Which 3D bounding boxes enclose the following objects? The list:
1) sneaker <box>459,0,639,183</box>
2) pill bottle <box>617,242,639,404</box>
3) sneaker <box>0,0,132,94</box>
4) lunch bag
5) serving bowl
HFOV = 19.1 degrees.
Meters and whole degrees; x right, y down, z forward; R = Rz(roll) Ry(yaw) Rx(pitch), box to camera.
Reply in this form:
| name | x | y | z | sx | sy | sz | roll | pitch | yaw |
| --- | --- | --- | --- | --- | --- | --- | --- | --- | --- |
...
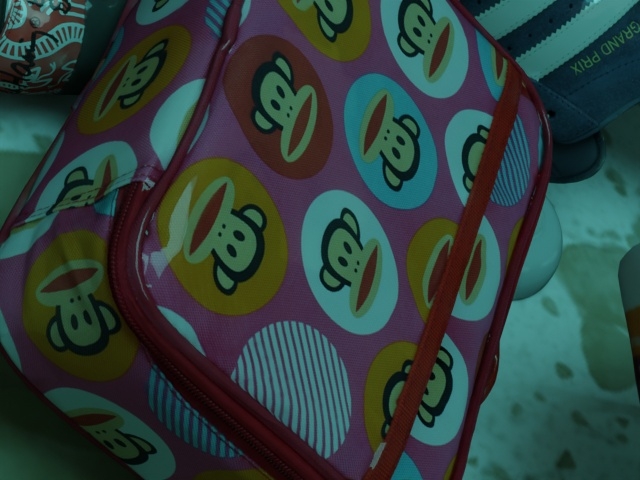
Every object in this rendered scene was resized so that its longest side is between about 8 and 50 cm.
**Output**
| name | x | y | z | sx | sy | sz | roll | pitch | yaw |
| --- | --- | --- | --- | --- | --- | --- | --- | --- | --- |
| sneaker | 0.094 | -0.109 | 1.043 | 0.350 | 0.131 | 0.148 | 8 | 96 | -8 |
| pill bottle | 0.274 | 0.175 | 0.839 | 0.224 | 0.224 | 0.392 | -6 | 82 | -33 |
| sneaker | -0.188 | -0.196 | 0.941 | 0.145 | 0.090 | 0.270 | 0 | 63 | -34 |
| lunch bag | 0.000 | 0.000 | 0.888 | 0.258 | 0.120 | 0.293 | 45 | 47 | -30 |
| serving bowl | 0.099 | -0.010 | 1.033 | 0.083 | 0.027 | 0.083 | 16 | 53 | -23 |
